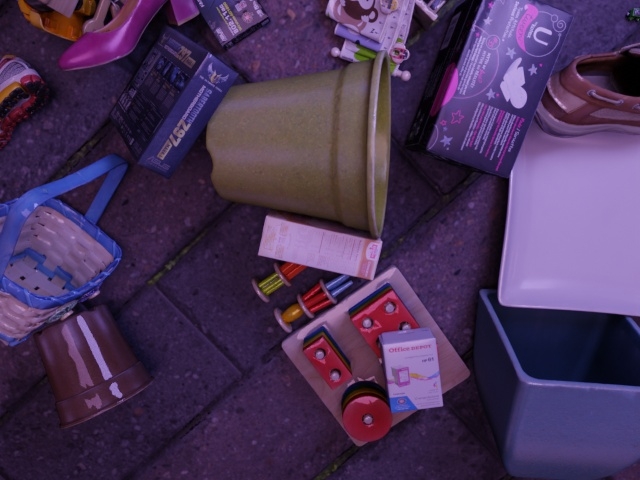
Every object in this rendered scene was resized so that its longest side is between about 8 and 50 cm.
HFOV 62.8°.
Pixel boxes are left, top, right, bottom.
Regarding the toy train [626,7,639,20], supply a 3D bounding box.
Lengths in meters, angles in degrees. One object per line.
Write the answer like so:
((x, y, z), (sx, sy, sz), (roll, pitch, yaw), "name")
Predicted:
((0.554, -0.374, 0.872), (0.083, 0.024, 0.017), (6, 100, 0), "toy train")

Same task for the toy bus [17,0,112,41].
((-0.440, -0.441, 0.813), (0.211, 0.149, 0.220), (17, 102, 11), "toy bus")

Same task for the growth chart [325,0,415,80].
((0.078, -0.382, 0.812), (0.172, 0.021, 0.237), (21, 128, 24), "growth chart")

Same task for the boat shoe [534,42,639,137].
((0.487, -0.237, 0.809), (0.324, 0.116, 0.123), (-14, 68, -17), "boat shoe")

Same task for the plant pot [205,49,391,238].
((-0.027, -0.146, 0.814), (0.253, 0.276, 0.276), (3, 100, 12), "plant pot")

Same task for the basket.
((-0.429, 0.002, 0.833), (0.201, 0.255, 0.289), (34, 116, -2), "basket")

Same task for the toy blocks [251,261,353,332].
((-0.030, 0.077, 0.937), (0.148, 0.054, 0.123), (-34, 98, 6), "toy blocks")

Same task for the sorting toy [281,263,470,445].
((0.103, 0.223, 0.943), (0.257, 0.089, 0.255), (-35, 98, 6), "sorting toy")

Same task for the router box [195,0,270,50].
((-0.154, -0.393, 0.864), (0.092, 0.038, 0.122), (-32, 98, 6), "router box")

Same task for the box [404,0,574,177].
((0.253, -0.238, 0.827), (0.142, 0.163, 0.247), (19, 100, -7), "box")

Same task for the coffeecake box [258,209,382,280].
((0.000, 0.000, 0.878), (0.185, 0.142, 0.068), (13, 100, -2), "coffeecake box")

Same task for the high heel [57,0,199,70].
((-0.293, -0.344, 0.767), (0.244, 0.082, 0.117), (-36, 132, -20), "high heel")

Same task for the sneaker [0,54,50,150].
((-0.561, -0.219, 0.884), (0.225, 0.088, 0.093), (-36, 77, 6), "sneaker")

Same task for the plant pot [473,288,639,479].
((0.389, 0.258, 0.880), (0.247, 0.248, 0.252), (5, 116, -1), "plant pot")

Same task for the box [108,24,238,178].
((-0.235, -0.221, 0.804), (0.059, 0.232, 0.183), (28, 101, -41), "box")

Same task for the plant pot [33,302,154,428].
((-0.404, 0.210, 0.915), (0.167, 0.167, 0.165), (-25, 91, 4), "plant pot")

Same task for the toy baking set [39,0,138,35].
((-0.303, -0.410, 0.785), (0.030, 0.197, 0.256), (34, 74, 28), "toy baking set")

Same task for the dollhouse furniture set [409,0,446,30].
((0.173, -0.430, 0.783), (0.129, 0.184, 0.129), (41, 97, -6), "dollhouse furniture set")

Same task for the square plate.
((0.478, -0.049, 0.893), (0.344, 0.049, 0.347), (5, 90, -1), "square plate")

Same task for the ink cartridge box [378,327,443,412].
((0.149, 0.214, 0.869), (0.088, 0.052, 0.122), (-8, 99, 2), "ink cartridge box")
